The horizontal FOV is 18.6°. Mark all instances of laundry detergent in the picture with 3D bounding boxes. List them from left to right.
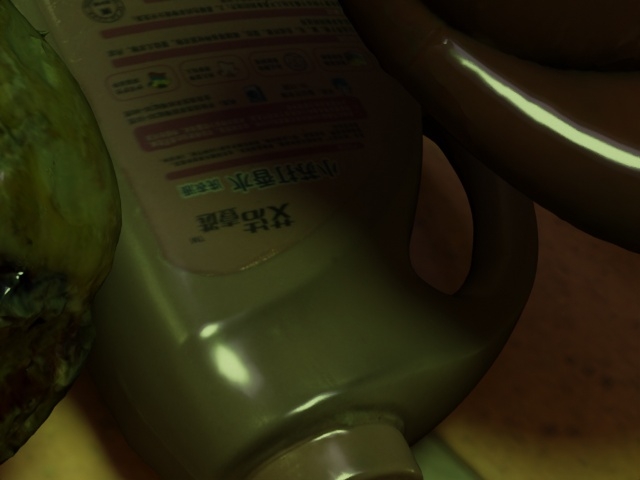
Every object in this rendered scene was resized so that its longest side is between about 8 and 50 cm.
[{"bbox_3d":[0.000,0.000,0.606,0.171,0.076,0.237,-11,57,-32],"label":"laundry detergent"}]

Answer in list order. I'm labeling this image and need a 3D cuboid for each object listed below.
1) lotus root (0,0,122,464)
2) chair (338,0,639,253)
[{"bbox_3d":[-0.173,-0.047,0.530,0.278,0.154,0.154,43,50,9],"label":"lotus root"},{"bbox_3d":[0.046,-0.186,0.584,0.226,0.226,0.401,-7,37,-25],"label":"chair"}]
